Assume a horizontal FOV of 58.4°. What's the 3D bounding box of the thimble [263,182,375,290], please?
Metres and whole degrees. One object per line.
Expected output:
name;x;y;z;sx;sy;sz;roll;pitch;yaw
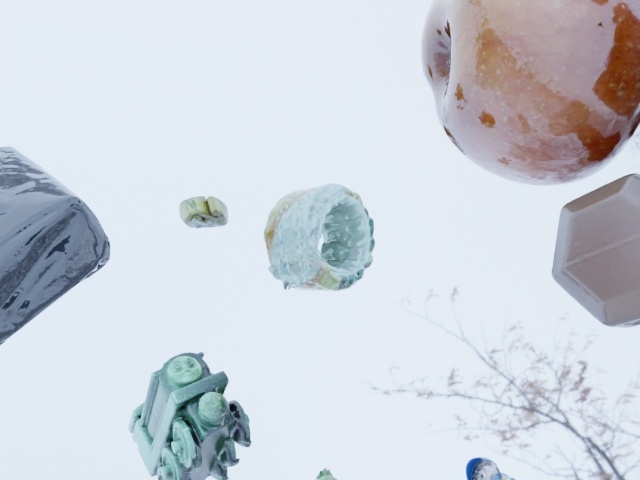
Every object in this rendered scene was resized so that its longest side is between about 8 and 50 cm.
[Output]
thimble;0.000;0.000;1.384;0.288;0.167;0.254;-44;-62;-45

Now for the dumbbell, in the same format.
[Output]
dumbbell;0.249;0.017;0.401;0.230;0.092;0.082;8;-118;-42

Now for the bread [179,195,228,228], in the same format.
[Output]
bread;-0.304;-0.070;1.489;0.117;0.156;0.064;-10;-100;6

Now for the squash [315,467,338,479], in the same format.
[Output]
squash;0.020;0.569;1.179;0.077;0.068;0.219;60;-171;-27

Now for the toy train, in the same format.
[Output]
toy train;-0.124;0.169;0.521;0.071;0.171;0.111;-18;-121;-37

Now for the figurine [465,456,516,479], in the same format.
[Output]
figurine;0.383;0.523;1.247;0.087;0.086;0.149;-11;-167;-39

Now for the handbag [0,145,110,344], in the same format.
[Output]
handbag;-0.513;-0.004;0.873;0.301;0.178;0.275;30;-120;37

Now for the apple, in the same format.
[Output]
apple;0.166;-0.146;0.463;0.162;0.201;0.201;3;-138;2
